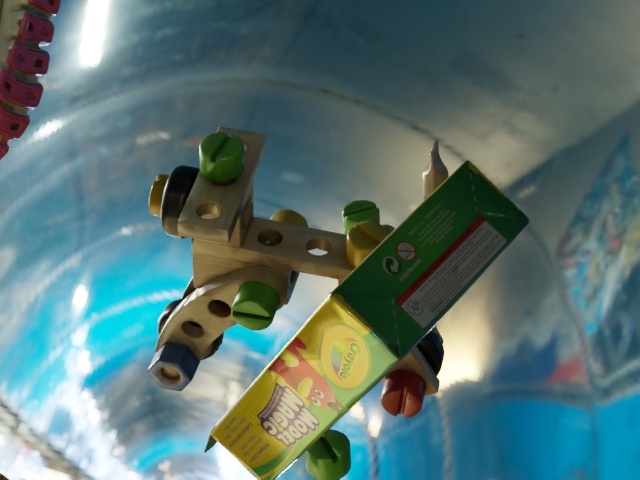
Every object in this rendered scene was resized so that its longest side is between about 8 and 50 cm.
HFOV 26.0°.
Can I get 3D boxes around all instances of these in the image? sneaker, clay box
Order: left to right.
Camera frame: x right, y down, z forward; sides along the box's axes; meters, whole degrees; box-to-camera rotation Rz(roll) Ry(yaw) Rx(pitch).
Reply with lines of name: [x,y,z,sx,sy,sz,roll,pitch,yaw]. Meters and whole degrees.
sneaker: [-0.189,-0.120,0.754,0.075,0.170,0.063,14,-1,9]
clay box: [0.018,0.058,0.783,0.053,0.127,0.222,44,-36,5]

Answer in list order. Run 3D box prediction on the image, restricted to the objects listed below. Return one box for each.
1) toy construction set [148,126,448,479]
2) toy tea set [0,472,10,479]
toy construction set: [0.000,0.000,1.145,0.257,0.309,0.237,23,-45,32]
toy tea set: [-0.267,0.206,0.856,0.200,0.124,0.336,-19,-63,39]
